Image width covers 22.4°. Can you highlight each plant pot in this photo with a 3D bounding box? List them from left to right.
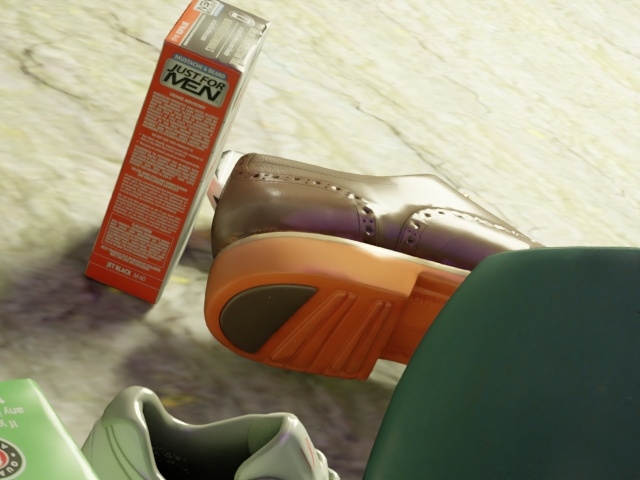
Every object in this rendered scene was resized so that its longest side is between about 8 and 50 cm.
[{"bbox_3d":[0.143,0.128,0.641,0.293,0.235,0.293,5,-6,1],"label":"plant pot"}]

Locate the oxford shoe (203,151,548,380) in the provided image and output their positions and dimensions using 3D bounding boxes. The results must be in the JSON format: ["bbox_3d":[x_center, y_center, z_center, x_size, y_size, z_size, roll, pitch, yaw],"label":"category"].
[{"bbox_3d":[0.108,0.022,1.013,0.363,0.130,0.133,14,49,-18],"label":"oxford shoe"}]

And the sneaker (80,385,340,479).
[{"bbox_3d":[-0.013,0.141,0.761,0.232,0.115,0.090,21,28,-6],"label":"sneaker"}]

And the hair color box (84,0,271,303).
[{"bbox_3d":[-0.088,-0.057,0.988,0.053,0.167,0.093,23,28,-2],"label":"hair color box"}]

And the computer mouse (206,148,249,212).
[{"bbox_3d":[0.000,0.000,1.098,0.193,0.042,0.106,28,32,-5],"label":"computer mouse"}]

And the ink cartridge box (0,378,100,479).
[{"bbox_3d":[-0.140,0.194,0.566,0.211,0.121,0.289,-4,39,-41],"label":"ink cartridge box"}]
